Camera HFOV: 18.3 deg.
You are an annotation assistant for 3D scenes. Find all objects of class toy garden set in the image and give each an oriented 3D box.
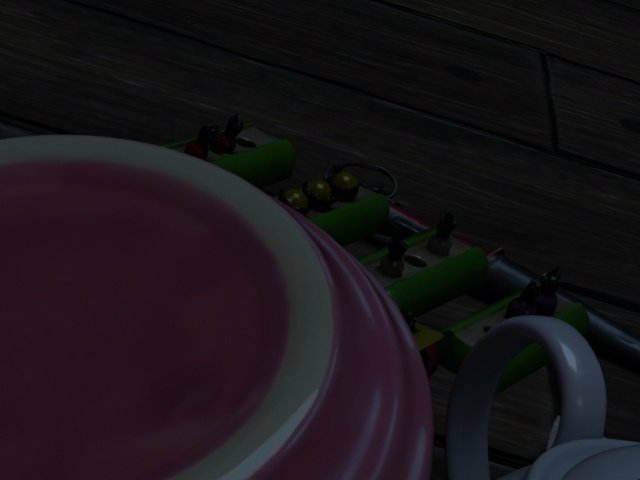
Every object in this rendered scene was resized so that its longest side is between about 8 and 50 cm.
[{"bbox_3d":[0.000,0.000,1.035,0.244,0.049,0.204,30,26,23],"label":"toy garden set"}]

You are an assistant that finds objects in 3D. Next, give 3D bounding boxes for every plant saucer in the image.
[{"bbox_3d":[-0.117,0.063,0.838,0.332,0.084,0.332,0,41,0],"label":"plant saucer"}]

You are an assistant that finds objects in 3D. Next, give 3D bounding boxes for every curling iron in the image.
[{"bbox_3d":[0.112,0.013,1.354,0.274,0.035,0.068,29,25,24],"label":"curling iron"}]

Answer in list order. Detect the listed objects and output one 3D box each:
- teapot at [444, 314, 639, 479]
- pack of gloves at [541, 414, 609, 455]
[{"bbox_3d":[0.139,0.165,0.829,0.256,0.187,0.252,22,22,11],"label":"teapot"},{"bbox_3d":[0.217,0.182,1.065,0.232,0.046,0.195,24,11,6],"label":"pack of gloves"}]
